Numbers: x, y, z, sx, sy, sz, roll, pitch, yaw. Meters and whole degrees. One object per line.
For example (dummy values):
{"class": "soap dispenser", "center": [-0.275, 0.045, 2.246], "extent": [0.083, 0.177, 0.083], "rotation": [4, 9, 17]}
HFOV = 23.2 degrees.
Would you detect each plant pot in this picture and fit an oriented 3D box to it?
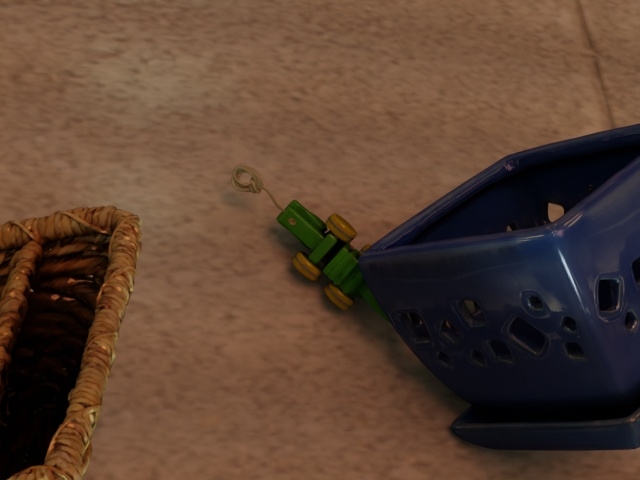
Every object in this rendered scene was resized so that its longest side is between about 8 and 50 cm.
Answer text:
{"class": "plant pot", "center": [0.210, 0.046, 1.301], "extent": [0.236, 0.236, 0.212], "rotation": [-34, 106, -38]}

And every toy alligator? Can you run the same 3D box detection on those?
{"class": "toy alligator", "center": [0.000, 0.000, 1.353], "extent": [0.189, 0.056, 0.051], "rotation": [43, 10, 4]}

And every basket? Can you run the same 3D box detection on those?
{"class": "basket", "center": [-0.250, 0.110, 0.992], "extent": [0.213, 0.223, 0.299], "rotation": [16, 34, -6]}
